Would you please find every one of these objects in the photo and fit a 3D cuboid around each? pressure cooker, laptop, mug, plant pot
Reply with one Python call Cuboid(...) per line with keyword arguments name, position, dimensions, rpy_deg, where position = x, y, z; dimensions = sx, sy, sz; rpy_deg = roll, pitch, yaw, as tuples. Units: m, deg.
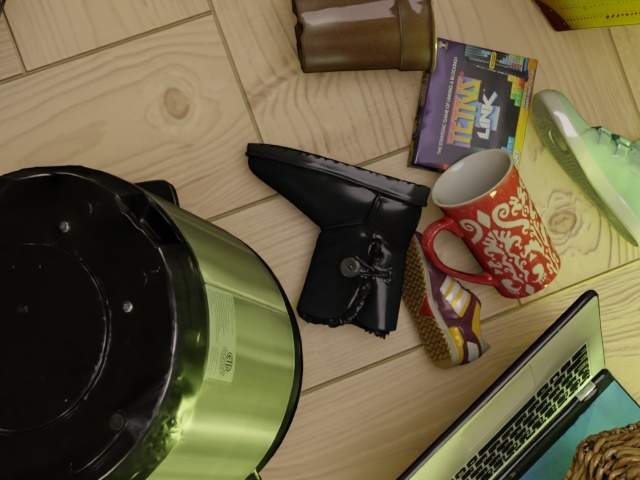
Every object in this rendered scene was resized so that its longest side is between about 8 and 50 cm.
Cuboid(name="pressure cooker", position=(-0.218, 0.136, 1.394), dimensions=(0.375, 0.420, 0.370), rpy_deg=(36, 93, 22))
Cuboid(name="laptop", position=(0.298, 0.334, 1.567), dimensions=(0.382, 0.408, 0.236), rpy_deg=(-44, 62, -9))
Cuboid(name="mug", position=(0.213, -0.010, 1.609), dimensions=(0.150, 0.113, 0.169), rpy_deg=(-26, 118, 17))
Cuboid(name="plant pot", position=(0.050, -0.281, 1.582), dimensions=(0.165, 0.167, 0.167), rpy_deg=(-8, 90, -2))

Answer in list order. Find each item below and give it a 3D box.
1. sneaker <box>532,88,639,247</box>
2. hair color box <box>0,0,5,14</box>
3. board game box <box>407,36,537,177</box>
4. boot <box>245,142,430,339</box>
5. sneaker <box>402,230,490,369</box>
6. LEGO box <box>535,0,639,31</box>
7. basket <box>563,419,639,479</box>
Cuboid(name="sneaker", position=(0.395, -0.131, 1.660), dimensions=(0.151, 0.094, 0.256), rpy_deg=(-42, 106, -3))
Cuboid(name="hair color box", position=(-0.449, -0.240, 1.470), dimensions=(0.114, 0.185, 0.374), rpy_deg=(20, 85, -10))
Cuboid(name="board game box", position=(0.199, -0.167, 1.653), dimensions=(0.141, 0.048, 0.170), rpy_deg=(10, 86, -11))
Cuboid(name="boot", position=(0.000, 0.000, 1.587), dimensions=(0.246, 0.094, 0.207), rpy_deg=(17, 94, 3))
Cuboid(name="sneaker", position=(0.158, 0.071, 1.635), dimensions=(0.084, 0.069, 0.185), rpy_deg=(-16, 86, -33))
Cuboid(name="LEGO box", position=(0.472, -0.435, 1.470), dimensions=(0.372, 0.500, 0.193), rpy_deg=(-39, 106, -8))
Cuboid(name="basket", position=(0.411, 0.393, 1.509), dimensions=(0.213, 0.223, 0.299), rpy_deg=(-8, 113, -27))
